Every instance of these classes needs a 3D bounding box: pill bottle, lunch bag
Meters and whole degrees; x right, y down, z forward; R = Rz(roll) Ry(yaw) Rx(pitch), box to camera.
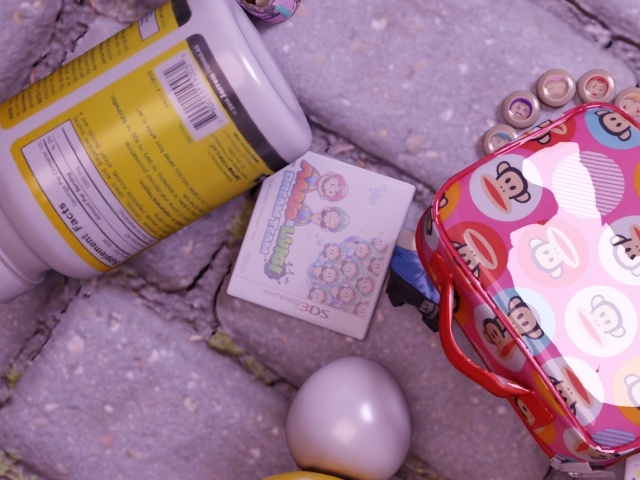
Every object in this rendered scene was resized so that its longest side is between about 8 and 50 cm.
[{"bbox_3d":[-0.192,-0.083,1.546,0.334,0.188,0.188,-30,82,7],"label":"pill bottle"},{"bbox_3d":[0.223,0.049,1.445,0.258,0.120,0.293,-28,78,-17],"label":"lunch bag"}]

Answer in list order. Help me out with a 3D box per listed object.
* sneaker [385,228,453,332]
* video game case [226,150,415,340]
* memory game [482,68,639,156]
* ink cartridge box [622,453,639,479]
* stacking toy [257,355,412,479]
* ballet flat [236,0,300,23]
[{"bbox_3d":[0.136,0.050,1.547,0.152,0.058,0.084,17,94,5],"label":"sneaker"},{"bbox_3d":[0.000,0.000,1.592,0.143,0.019,0.157,18,90,10],"label":"video game case"},{"bbox_3d":[0.242,-0.073,1.557,0.186,0.012,0.186,-1,86,10],"label":"memory game"},{"bbox_3d":[0.322,0.267,1.473,0.115,0.067,0.198,5,74,10],"label":"ink cartridge box"},{"bbox_3d":[-0.029,0.328,1.473,0.350,0.350,0.480,10,72,11],"label":"stacking toy"},{"bbox_3d":[-0.107,-0.296,1.598,0.077,0.079,0.221,-45,80,6],"label":"ballet flat"}]
